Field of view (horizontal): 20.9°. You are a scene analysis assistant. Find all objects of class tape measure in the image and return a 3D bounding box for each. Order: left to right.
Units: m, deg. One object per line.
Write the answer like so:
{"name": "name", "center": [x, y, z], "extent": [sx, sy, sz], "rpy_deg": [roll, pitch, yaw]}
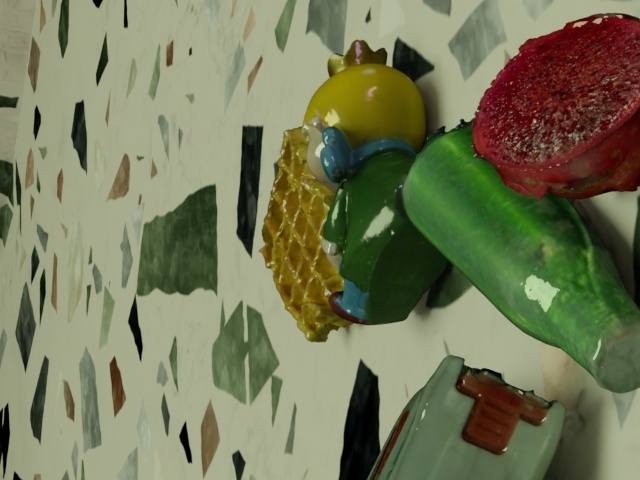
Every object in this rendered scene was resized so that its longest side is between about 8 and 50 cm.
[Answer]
{"name": "tape measure", "center": [0.089, 0.226, 1.325], "extent": [0.246, 0.125, 0.243], "rpy_deg": [103, -167, -80]}

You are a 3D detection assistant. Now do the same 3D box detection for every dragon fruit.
{"name": "dragon fruit", "center": [0.197, -0.073, 1.203], "extent": [0.153, 0.111, 0.153], "rpy_deg": [-26, 40, 24]}

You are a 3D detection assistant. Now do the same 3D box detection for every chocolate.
{"name": "chocolate", "center": [0.159, 0.015, 1.276], "extent": [0.291, 0.110, 0.110], "rpy_deg": [-127, 43, -56]}

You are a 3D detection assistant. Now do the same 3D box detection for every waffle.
{"name": "waffle", "center": [0.000, 0.000, 1.751], "extent": [0.211, 0.055, 0.160], "rpy_deg": [-119, 36, -55]}

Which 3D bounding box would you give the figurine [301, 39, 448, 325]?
{"name": "figurine", "center": [0.042, -0.053, 1.578], "extent": [0.185, 0.127, 0.234], "rpy_deg": [103, 148, -46]}
